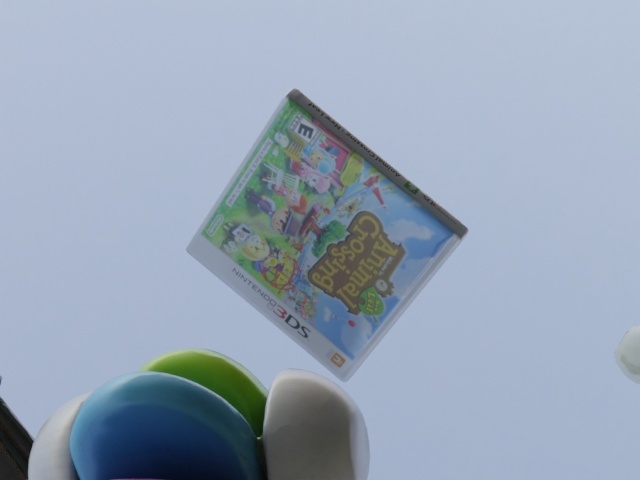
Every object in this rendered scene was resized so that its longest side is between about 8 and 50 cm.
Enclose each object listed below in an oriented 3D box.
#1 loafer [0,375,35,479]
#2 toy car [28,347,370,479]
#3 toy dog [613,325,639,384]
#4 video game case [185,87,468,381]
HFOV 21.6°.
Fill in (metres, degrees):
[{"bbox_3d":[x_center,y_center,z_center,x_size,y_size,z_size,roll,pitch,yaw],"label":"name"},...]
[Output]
[{"bbox_3d":[-0.207,0.116,0.977,0.084,0.096,0.267,-21,-117,-36],"label":"loafer"},{"bbox_3d":[-0.064,0.135,0.741,0.159,0.136,0.182,-7,-102,18],"label":"toy car"},{"bbox_3d":[0.376,0.222,0.922,0.395,0.284,0.408,23,-128,-51],"label":"toy dog"},{"bbox_3d":[0.000,0.000,1.469,0.193,0.212,0.023,39,-141,4],"label":"video game case"}]
